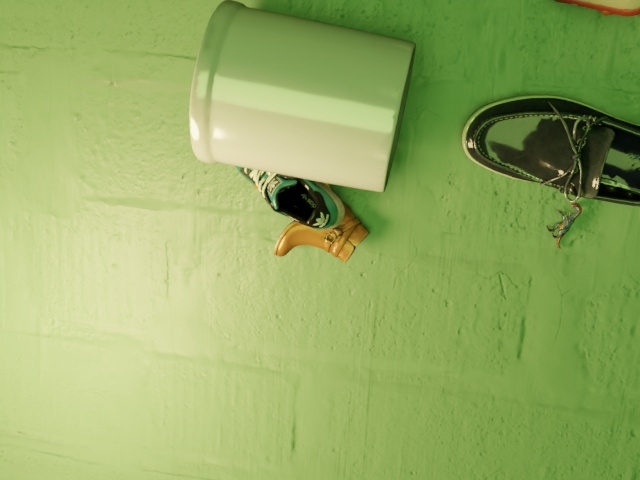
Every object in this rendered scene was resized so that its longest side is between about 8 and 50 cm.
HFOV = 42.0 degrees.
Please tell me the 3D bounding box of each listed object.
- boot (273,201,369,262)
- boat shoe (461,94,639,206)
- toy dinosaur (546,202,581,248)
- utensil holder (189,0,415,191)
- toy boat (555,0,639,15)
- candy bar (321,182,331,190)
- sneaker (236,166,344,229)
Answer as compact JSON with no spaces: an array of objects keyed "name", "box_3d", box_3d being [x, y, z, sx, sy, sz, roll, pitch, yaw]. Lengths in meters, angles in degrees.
[{"name":"boot","box_3d":[0.000,0.000,1.865,0.152,0.073,0.197,42,106,2]},{"name":"boat shoe","box_3d":[0.532,-0.174,1.672,0.500,0.156,0.187,14,110,8]},{"name":"toy dinosaur","box_3d":[0.526,-0.040,1.783,0.082,0.047,0.090,-31,132,9]},{"name":"utensil holder","box_3d":[-0.029,-0.278,1.663,0.385,0.327,0.328,13,108,6]},{"name":"toy boat","box_3d":[0.543,-0.487,1.587,0.231,0.151,0.151,24,78,30]},{"name":"candy bar","box_3d":[-0.009,-0.149,1.832,0.040,0.018,0.161,-26,81,14]},{"name":"sneaker","box_3d":[-0.087,-0.129,1.790,0.302,0.121,0.108,36,105,21]}]
